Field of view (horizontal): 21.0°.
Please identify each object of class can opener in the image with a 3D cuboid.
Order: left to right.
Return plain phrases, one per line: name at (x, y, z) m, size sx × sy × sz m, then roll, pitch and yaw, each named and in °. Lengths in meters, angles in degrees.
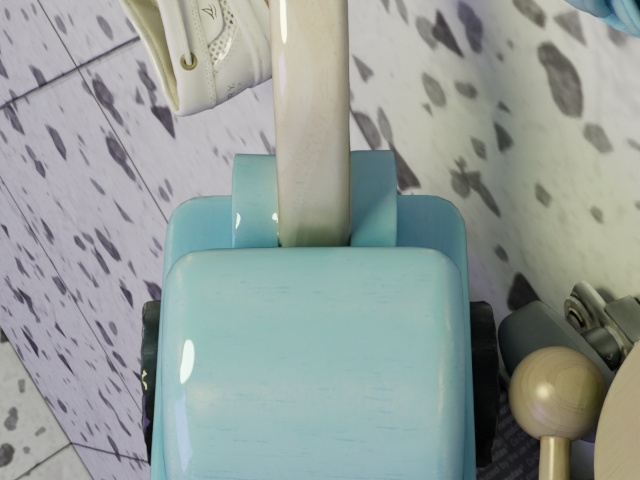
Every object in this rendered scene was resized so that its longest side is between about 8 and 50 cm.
can opener at (0.201, 0.140, 0.972) m, size 0.283 × 0.095 × 0.076 m, roll 56°, pitch 164°, yaw 33°

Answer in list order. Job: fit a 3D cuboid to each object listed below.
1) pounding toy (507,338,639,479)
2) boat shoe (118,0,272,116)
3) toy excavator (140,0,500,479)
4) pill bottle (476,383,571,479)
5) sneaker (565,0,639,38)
pounding toy at (0.222, 0.121, 0.882) m, size 0.237 × 0.110 × 0.182 m, roll -15°, pitch 71°, yaw 34°
boat shoe at (-0.127, -0.207, 1.096) m, size 0.277 × 0.096 × 0.098 m, roll 59°, pitch 159°, yaw -7°
toy excavator at (0.000, 0.000, 0.946) m, size 0.445 × 0.222 × 0.432 m, roll 92°, pitch 179°, yaw -60°
pill bottle at (0.077, 0.167, 1.213) m, size 0.283 × 0.161 × 0.161 m, roll 55°, pitch 159°, yaw 7°
sneaker at (0.098, -0.138, 0.660) m, size 0.366 × 0.135 × 0.150 m, roll -139°, pitch 31°, yaw -83°
